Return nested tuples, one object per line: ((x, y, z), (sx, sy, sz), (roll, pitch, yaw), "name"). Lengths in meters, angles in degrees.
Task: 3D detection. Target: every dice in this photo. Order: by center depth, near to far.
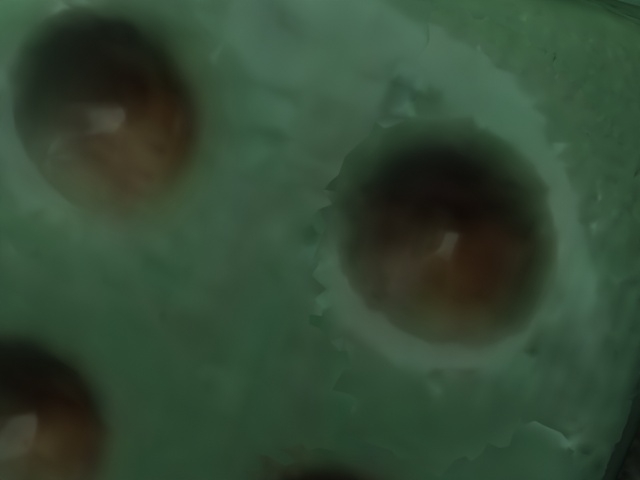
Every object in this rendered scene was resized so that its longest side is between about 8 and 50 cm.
((0.000, 0.000, 0.549), (0.262, 0.264, 0.268), (20, 107, 8), "dice")
